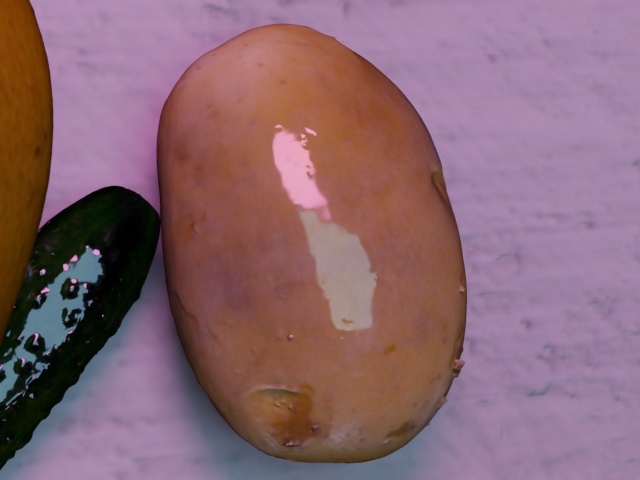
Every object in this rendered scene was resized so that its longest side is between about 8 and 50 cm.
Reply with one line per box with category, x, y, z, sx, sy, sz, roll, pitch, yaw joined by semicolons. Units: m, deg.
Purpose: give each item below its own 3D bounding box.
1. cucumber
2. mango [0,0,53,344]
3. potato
cucumber;-0.158;0.066;0.766;0.069;0.069;0.227;39;77;-13
mango;-0.250;-0.001;0.656;0.263;0.221;0.378;1;90;-18
potato;0.000;0.000;0.797;0.150;0.146;0.234;-5;86;-66
